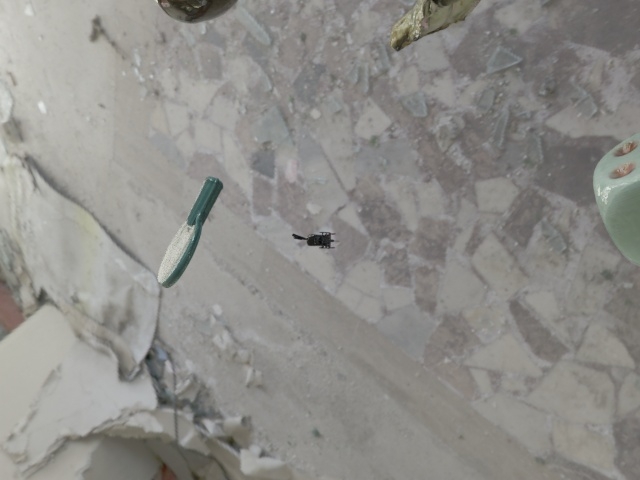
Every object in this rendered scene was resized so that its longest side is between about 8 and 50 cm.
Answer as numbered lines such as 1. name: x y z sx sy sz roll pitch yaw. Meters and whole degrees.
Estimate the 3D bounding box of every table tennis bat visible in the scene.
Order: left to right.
1. table tennis bat: -0.217 -0.014 1.041 0.033 0.201 0.124 27 177 -26

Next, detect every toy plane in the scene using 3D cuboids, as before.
1. toy plane: 0.000 0.000 1.413 0.060 0.145 0.037 0 88 33

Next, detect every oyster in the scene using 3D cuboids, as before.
1. oyster: 0.131 -0.270 0.663 0.081 0.163 0.191 45 127 -1

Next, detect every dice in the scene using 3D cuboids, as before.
1. dice: 0.824 -0.108 1.475 0.268 0.262 0.265 -25 110 39

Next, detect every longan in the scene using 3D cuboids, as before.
1. longan: -0.249 -0.556 1.240 0.246 0.215 0.246 20 116 47
